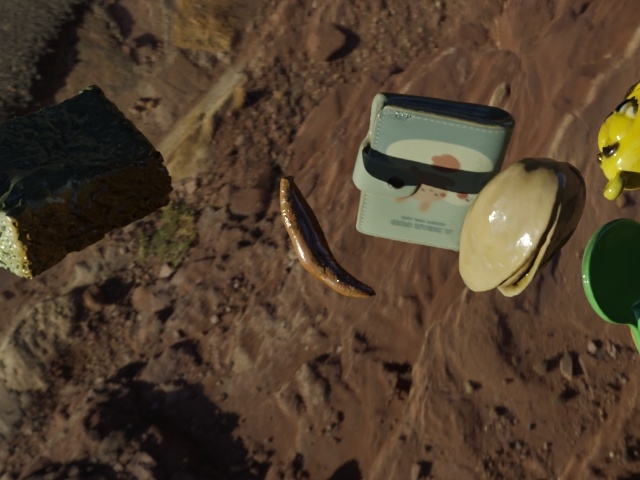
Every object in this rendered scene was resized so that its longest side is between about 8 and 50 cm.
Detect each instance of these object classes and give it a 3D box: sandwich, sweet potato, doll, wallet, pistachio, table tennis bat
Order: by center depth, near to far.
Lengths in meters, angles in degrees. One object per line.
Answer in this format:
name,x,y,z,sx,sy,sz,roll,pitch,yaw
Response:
pistachio,0.245,-0.016,1.225,0.135,0.136,0.226,30,135,5
sandwich,-0.427,-0.093,1.543,0.325,0.262,0.131,-28,136,-17
table tennis bat,0.492,0.090,1.561,0.160,0.039,0.257,-27,101,-24
doll,0.633,-0.264,1.656,0.161,0.423,0.348,41,134,6
sweet potato,-0.007,0.009,1.688,0.078,0.058,0.255,-36,81,12
wallet,0.185,-0.116,1.753,0.252,0.083,0.360,11,142,2

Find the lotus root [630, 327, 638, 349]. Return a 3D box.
lotus root,0.583,0.153,1.650,0.118,0.221,0.125,-14,126,9
